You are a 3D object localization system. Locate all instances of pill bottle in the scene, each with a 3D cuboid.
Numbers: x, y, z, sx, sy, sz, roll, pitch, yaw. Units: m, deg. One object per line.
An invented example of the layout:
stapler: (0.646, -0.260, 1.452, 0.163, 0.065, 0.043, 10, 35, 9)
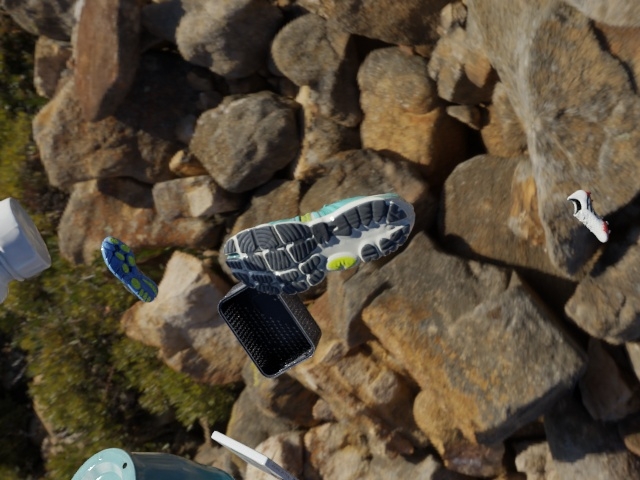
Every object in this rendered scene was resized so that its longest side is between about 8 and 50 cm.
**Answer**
pill bottle: (-0.469, 0.043, 0.938, 0.229, 0.131, 0.131, -29, 90, -9)

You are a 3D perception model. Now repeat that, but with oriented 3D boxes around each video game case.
video game case: (-0.122, 0.434, 1.466, 0.157, 0.143, 0.019, 11, 62, 42)

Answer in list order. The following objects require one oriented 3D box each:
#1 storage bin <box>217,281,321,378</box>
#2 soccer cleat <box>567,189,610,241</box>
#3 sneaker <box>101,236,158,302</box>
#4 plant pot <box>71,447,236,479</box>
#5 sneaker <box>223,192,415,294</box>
storage bin: (-0.094, 0.154, 1.416, 0.122, 0.084, 0.180, -31, 97, 16)
soccer cleat: (0.385, -0.033, 1.072, 0.036, 0.029, 0.083, -19, 78, -17)
sneaker: (-0.448, 0.071, 1.711, 0.078, 0.067, 0.188, 9, 141, 44)
plant pot: (-0.315, 0.502, 1.348, 0.272, 0.271, 0.255, -29, 133, 18)
sneaker: (0.000, 0.000, 1.041, 0.275, 0.110, 0.107, -14, 106, 13)
